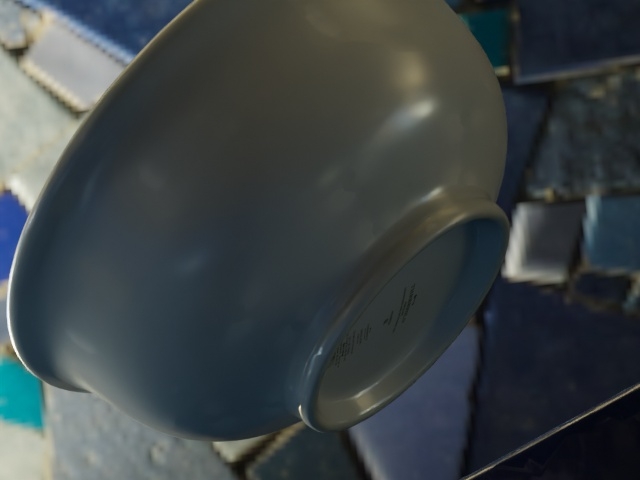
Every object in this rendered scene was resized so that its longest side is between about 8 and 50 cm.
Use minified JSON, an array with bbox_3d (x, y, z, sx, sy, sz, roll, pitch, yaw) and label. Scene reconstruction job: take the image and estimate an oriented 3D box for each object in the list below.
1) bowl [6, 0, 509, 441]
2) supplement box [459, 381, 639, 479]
[{"bbox_3d":[0.000,0.000,0.929,0.134,0.298,0.298,41,-155,23],"label":"bowl"},{"bbox_3d":[0.240,0.228,1.345,0.195,0.194,0.356,-31,165,17],"label":"supplement box"}]
